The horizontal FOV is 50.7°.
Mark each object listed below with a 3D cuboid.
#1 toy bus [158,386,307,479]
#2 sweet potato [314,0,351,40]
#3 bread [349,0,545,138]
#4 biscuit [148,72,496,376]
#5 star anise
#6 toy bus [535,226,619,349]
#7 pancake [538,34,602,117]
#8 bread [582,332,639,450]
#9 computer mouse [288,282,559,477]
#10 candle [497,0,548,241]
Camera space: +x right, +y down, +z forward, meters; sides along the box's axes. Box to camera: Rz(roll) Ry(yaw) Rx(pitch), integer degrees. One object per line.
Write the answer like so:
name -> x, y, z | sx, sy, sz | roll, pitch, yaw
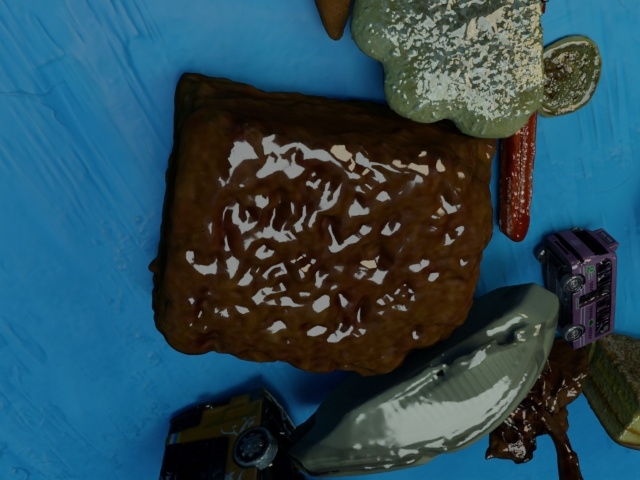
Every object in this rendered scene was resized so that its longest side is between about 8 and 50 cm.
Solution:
toy bus -> -0.126, 0.385, 0.930 | 0.194, 0.323, 0.162 | -19, 127, 14
sweet potato -> 0.012, -0.306, 0.686 | 0.058, 0.055, 0.202 | -19, 128, -35
bread -> 0.133, -0.239, 0.715 | 0.207, 0.056, 0.286 | -12, 104, -1
biscuit -> 0.000, 0.000, 0.813 | 0.395, 0.166, 0.342 | 5, 119, -15
star anise -> 0.331, 0.294, 1.035 | 0.148, 0.346, 0.237 | 0, 151, 24
toy bus -> 0.381, 0.066, 0.993 | 0.098, 0.087, 0.178 | -20, 127, -3
pancake -> 0.305, -0.202, 0.843 | 0.108, 0.017, 0.108 | -4, 123, -6
bread -> 0.537, 0.249, 1.085 | 0.234, 0.184, 0.110 | 12, 122, -18
computer mouse -> 0.155, 0.215, 0.939 | 0.429, 0.228, 0.145 | -32, 95, 11
candle -> 0.247, -0.140, 0.848 | 0.048, 0.051, 0.329 | -11, 125, -4
